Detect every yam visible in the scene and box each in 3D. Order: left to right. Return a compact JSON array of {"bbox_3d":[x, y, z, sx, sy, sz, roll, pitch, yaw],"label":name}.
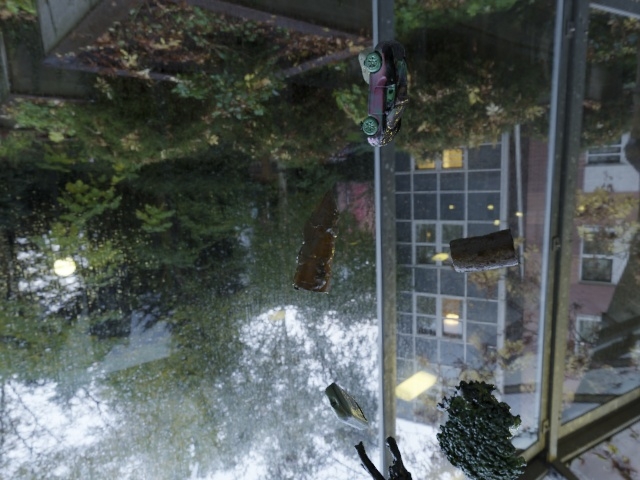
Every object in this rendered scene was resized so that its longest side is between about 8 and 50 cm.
[{"bbox_3d":[0.345,0.024,0.901,0.127,0.084,0.084,-12,-175,25],"label":"yam"}]

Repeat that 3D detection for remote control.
[{"bbox_3d":[0.067,0.400,1.014,0.038,0.090,0.309,-33,149,-4],"label":"remote control"},{"bbox_3d":[0.120,-0.330,0.834,0.032,0.074,0.122,-32,-136,-8],"label":"remote control"}]

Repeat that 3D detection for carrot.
[{"bbox_3d":[0.000,0.000,1.064,0.102,0.262,0.102,12,180,0],"label":"carrot"}]

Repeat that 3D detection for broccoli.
[{"bbox_3d":[0.547,0.663,1.490,0.324,0.333,0.272,6,-177,29],"label":"broccoli"}]

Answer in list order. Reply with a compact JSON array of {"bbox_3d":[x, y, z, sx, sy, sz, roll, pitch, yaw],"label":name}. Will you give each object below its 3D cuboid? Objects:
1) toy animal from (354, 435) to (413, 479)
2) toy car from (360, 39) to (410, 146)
[{"bbox_3d":[0.132,0.459,0.805,0.085,0.232,0.148,-19,-132,-6],"label":"toy animal"},{"bbox_3d":[0.095,-0.202,0.599,0.055,0.142,0.069,13,-156,32],"label":"toy car"}]
